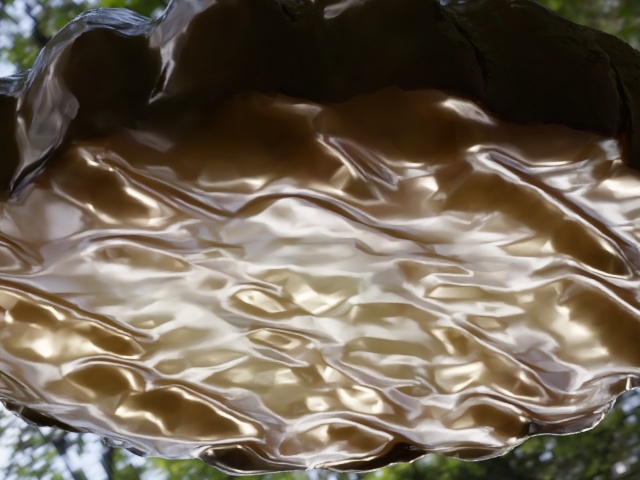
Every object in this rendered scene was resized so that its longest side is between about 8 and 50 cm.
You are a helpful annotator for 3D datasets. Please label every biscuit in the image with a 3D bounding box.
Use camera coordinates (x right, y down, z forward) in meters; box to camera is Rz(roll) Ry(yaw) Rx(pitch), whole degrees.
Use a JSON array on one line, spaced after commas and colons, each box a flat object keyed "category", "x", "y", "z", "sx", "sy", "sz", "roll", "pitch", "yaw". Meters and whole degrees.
[{"category": "biscuit", "x": 0.000, "y": 0.000, "z": 0.627, "sx": 0.325, "sy": 0.325, "sz": 0.107, "roll": 20, "pitch": -127, "yaw": -34}]
